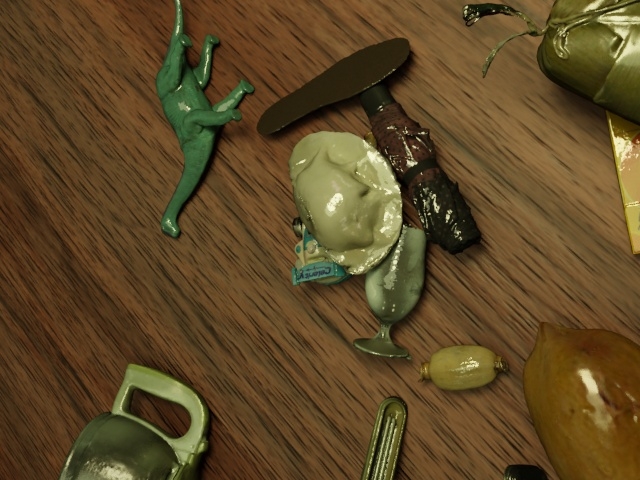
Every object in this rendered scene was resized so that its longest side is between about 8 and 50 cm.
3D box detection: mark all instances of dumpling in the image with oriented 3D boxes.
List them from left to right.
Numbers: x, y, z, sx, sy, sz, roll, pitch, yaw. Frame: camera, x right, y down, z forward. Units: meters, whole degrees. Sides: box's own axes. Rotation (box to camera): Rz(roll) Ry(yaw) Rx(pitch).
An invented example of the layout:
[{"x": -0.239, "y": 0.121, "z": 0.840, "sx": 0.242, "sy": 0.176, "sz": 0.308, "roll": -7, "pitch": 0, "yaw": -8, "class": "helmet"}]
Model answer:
[{"x": 0.040, "y": -0.074, "z": 0.997, "sx": 0.172, "sy": 0.142, "sz": 0.247, "roll": -33, "pitch": 77, "yaw": 15, "class": "dumpling"}]

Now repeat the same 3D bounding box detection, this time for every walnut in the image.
[{"x": 0.390, "y": 0.237, "z": 0.852, "sx": 0.203, "sy": 0.203, "sz": 0.298, "roll": -33, "pitch": 90, "yaw": 23, "class": "walnut"}]

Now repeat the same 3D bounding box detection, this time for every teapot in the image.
[{"x": -0.347, "y": 0.449, "z": 1.250, "sx": 0.239, "sy": 0.322, "sz": 0.240, "roll": 10, "pitch": 137, "yaw": 10, "class": "teapot"}]

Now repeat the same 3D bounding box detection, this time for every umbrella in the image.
[{"x": 0.154, "y": -0.122, "z": 1.014, "sx": 0.090, "sy": 0.094, "sz": 0.326, "roll": -30, "pitch": 68, "yaw": 8, "class": "umbrella"}]

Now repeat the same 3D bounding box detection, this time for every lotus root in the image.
[{"x": 0.224, "y": 0.206, "z": 1.012, "sx": 0.150, "sy": 0.062, "sz": 0.073, "roll": -12, "pitch": 86, "yaw": 24, "class": "lotus root"}]

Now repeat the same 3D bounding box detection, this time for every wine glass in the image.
[{"x": 0.122, "y": 0.081, "z": 1.038, "sx": 0.103, "sy": 0.103, "sz": 0.222, "roll": 14, "pitch": 98, "yaw": 25, "class": "wine glass"}]

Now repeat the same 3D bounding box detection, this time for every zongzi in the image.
[{"x": 0.446, "y": -0.318, "z": 0.766, "sx": 0.447, "sy": 0.181, "sz": 0.418, "roll": 28, "pitch": 101, "yaw": 13, "class": "zongzi"}]

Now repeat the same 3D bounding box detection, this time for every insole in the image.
[{"x": 0.014, "y": -0.270, "z": 1.102, "sx": 0.327, "sy": 0.007, "sz": 0.111, "roll": -22, "pitch": 47, "yaw": 28, "class": "insole"}]

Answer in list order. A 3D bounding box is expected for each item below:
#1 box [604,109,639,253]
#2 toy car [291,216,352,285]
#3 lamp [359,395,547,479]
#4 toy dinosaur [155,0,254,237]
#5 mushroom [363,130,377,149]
[{"x": 0.495, "y": -0.125, "z": 0.879, "sx": 0.152, "sy": 0.043, "sz": 0.270, "roll": -10, "pitch": 87, "yaw": 24, "class": "box"}, {"x": 0.000, "y": 0.000, "z": 1.095, "sx": 0.126, "sy": 0.098, "sz": 0.162, "roll": -11, "pitch": 88, "yaw": 24, "class": "toy car"}, {"x": 0.217, "y": 0.366, "z": 1.012, "sx": 0.283, "sy": 0.124, "sz": 0.203, "roll": -2, "pitch": 70, "yaw": 29, "class": "lamp"}, {"x": -0.299, "y": -0.242, "z": 1.245, "sx": 0.331, "sy": 0.129, "sz": 0.384, "roll": -39, "pitch": 74, "yaw": 31, "class": "toy dinosaur"}, {"x": 0.059, "y": -0.129, "z": 1.080, "sx": 0.088, "sy": 0.072, "sz": 0.130, "roll": 16, "pitch": 94, "yaw": 66, "class": "mushroom"}]
